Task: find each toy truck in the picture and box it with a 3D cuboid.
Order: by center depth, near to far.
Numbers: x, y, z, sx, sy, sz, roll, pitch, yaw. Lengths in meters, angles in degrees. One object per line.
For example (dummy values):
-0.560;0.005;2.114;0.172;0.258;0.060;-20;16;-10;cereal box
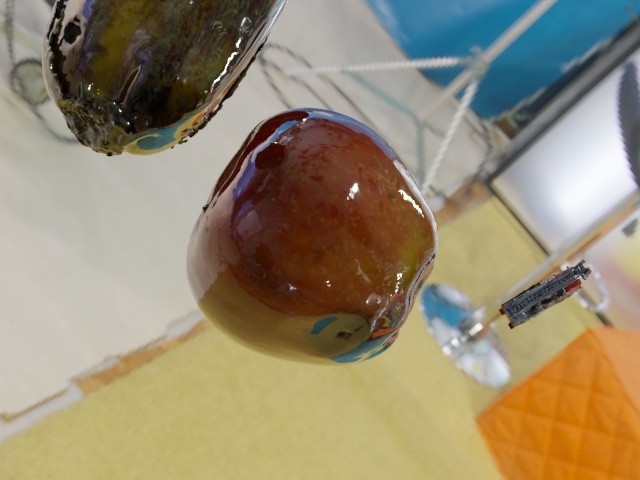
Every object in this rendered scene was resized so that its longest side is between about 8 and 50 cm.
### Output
0.192;0.045;1.086;0.024;0.083;0.032;59;-8;20;toy truck

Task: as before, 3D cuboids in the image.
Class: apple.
0.000;0.000;1.127;0.230;0.230;0.230;35;29;-23;apple

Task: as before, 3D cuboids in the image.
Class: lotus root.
-0.129;-0.257;1.261;0.196;0.179;0.397;34;67;-7;lotus root
